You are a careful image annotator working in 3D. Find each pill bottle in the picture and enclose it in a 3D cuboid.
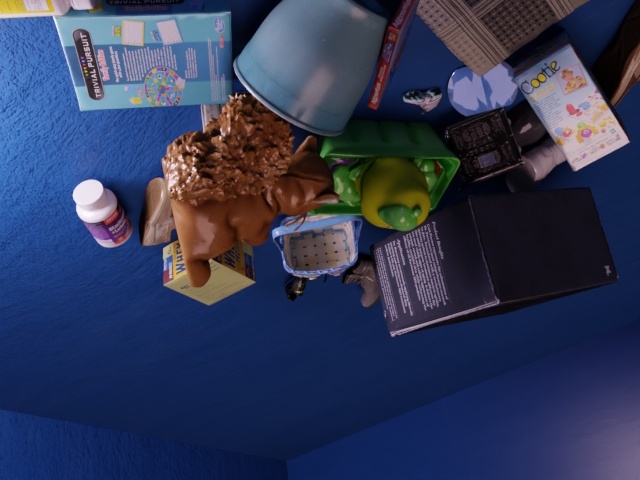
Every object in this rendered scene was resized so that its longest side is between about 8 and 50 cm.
[{"bbox_3d":[-0.586,-0.074,1.846,0.108,0.108,0.193,-11,147,1],"label":"pill bottle"},{"bbox_3d":[-0.527,-0.469,1.255,0.209,0.119,0.119,-5,147,-8],"label":"pill bottle"}]

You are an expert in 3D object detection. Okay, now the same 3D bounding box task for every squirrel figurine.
[{"bbox_3d":[-0.145,-0.129,1.512,0.371,0.281,0.397,-12,150,-10],"label":"squirrel figurine"}]

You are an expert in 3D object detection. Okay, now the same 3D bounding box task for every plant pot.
[{"bbox_3d":[0.002,-0.398,1.401,0.272,0.271,0.255,16,123,-34],"label":"plant pot"}]

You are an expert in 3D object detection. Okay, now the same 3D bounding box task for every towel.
[{"bbox_3d":[0.381,-0.529,1.483,0.312,0.056,0.324,-34,138,27],"label":"towel"}]

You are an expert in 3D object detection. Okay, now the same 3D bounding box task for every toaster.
[{"bbox_3d":[0.418,-0.239,1.787,0.186,0.168,0.110,-21,178,16],"label":"toaster"}]

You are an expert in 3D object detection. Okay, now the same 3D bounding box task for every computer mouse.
[{"bbox_3d":[0.524,-0.275,1.872,0.189,0.072,0.272,17,138,-34],"label":"computer mouse"}]

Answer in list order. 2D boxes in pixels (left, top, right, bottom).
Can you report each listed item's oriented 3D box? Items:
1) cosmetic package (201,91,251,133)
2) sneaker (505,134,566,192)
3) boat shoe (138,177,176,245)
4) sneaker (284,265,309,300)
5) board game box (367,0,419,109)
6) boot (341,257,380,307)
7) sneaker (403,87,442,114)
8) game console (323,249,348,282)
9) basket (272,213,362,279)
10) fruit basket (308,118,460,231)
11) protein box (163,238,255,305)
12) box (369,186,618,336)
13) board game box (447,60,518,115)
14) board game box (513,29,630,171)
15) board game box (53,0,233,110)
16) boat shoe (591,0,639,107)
[{"bbox_3d":[-0.212,-0.217,1.712,0.153,0.129,0.296,-5,146,-10],"label":"cosmetic package"},{"bbox_3d":[0.634,-0.212,1.962,0.169,0.108,0.292,-35,169,-5],"label":"sneaker"},{"bbox_3d":[-0.431,-0.076,1.893,0.098,0.109,0.302,-1,152,-24],"label":"boat shoe"},{"bbox_3d":[-0.067,0.145,2.343,0.067,0.078,0.188,7,143,-25],"label":"sneaker"},{"bbox_3d":[0.157,-0.411,1.458,0.027,0.145,0.281,25,159,5],"label":"board game box"},{"bbox_3d":[0.142,0.140,2.390,0.161,0.083,0.246,2,136,-22],"label":"boot"},{"bbox_3d":[0.254,-0.342,1.728,0.098,0.038,0.069,-7,146,-5],"label":"sneaker"},{"bbox_3d":[0.065,0.081,2.288,0.107,0.071,0.122,-2,147,-11],"label":"game console"},{"bbox_3d":[0.000,0.000,2.028,0.255,0.201,0.289,-10,157,1],"label":"basket"},{"bbox_3d":[0.162,-0.130,1.731,0.392,0.392,0.283,0,146,-15],"label":"fruit basket"},{"bbox_3d":[-0.341,0.076,2.112,0.200,0.135,0.201,-27,144,25],"label":"protein box"},{"bbox_3d":[0.483,0.065,1.987,0.480,0.297,0.472,-6,168,-32],"label":"box"},{"bbox_3d":[0.399,-0.385,1.701,0.169,0.033,0.133,-13,126,19],"label":"board game box"},{"bbox_3d":[0.589,-0.330,1.627,0.144,0.142,0.275,-30,108,28],"label":"board game box"},{"bbox_3d":[-0.355,-0.396,1.447,0.336,0.079,0.253,-4,147,-9],"label":"board game box"},{"bbox_3d":[0.763,-0.433,1.659,0.123,0.123,0.342,-1,140,-12],"label":"boat shoe"}]
